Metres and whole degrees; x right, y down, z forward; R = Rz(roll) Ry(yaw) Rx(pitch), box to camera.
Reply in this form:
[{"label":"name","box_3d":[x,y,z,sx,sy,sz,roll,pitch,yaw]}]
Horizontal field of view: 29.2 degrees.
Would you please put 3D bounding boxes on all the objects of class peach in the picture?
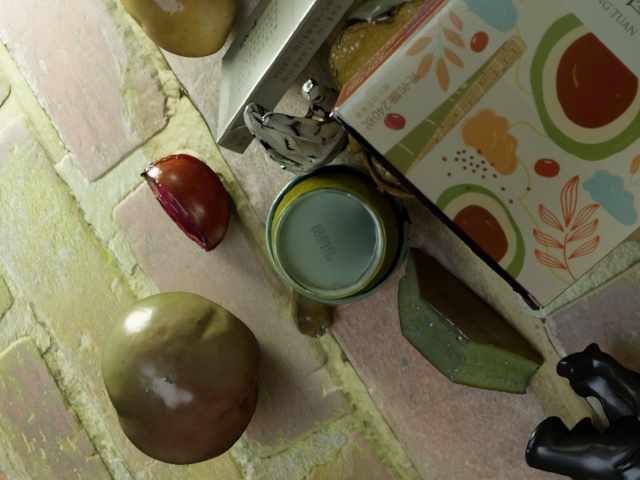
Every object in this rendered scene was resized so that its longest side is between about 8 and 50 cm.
[{"label":"peach","box_3d":[-0.228,0.229,2.022,0.292,0.247,0.292,14,107,58]}]

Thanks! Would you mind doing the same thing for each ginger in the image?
[{"label":"ginger","box_3d":[0.000,0.000,1.874,0.148,0.081,0.333,14,114,52]}]

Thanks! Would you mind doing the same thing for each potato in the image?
[{"label":"potato","box_3d":[-0.229,-0.381,1.885,0.234,0.146,0.150,55,159,8]}]

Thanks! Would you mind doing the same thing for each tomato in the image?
[{"label":"tomato","box_3d":[-0.205,-0.072,2.002,0.173,0.099,0.189,50,171,-5]}]

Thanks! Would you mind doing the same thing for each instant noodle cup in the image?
[{"label":"instant noodle cup","box_3d":[0.020,-0.003,1.704,0.216,0.236,0.215,0,94,3]}]

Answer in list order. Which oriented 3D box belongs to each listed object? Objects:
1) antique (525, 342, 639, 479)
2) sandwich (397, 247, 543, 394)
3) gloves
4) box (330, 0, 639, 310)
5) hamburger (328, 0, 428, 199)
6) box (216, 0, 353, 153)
[{"label":"antique","box_3d":[0.409,0.296,1.571,0.255,0.185,0.322,27,136,38]},{"label":"sandwich","box_3d":[0.191,0.125,1.754,0.258,0.096,0.094,41,133,23]},{"label":"gloves","box_3d":[-0.023,-0.151,1.688,0.128,0.212,0.111,-24,90,22]},{"label":"box","box_3d":[0.268,-0.171,1.410,0.344,0.122,0.385,43,111,-9]},{"label":"hamburger","box_3d":[0.155,-0.203,1.615,0.319,0.158,0.318,15,116,34]},{"label":"box","box_3d":[-0.042,-0.310,1.726,0.365,0.051,0.204,-49,30,39]}]
